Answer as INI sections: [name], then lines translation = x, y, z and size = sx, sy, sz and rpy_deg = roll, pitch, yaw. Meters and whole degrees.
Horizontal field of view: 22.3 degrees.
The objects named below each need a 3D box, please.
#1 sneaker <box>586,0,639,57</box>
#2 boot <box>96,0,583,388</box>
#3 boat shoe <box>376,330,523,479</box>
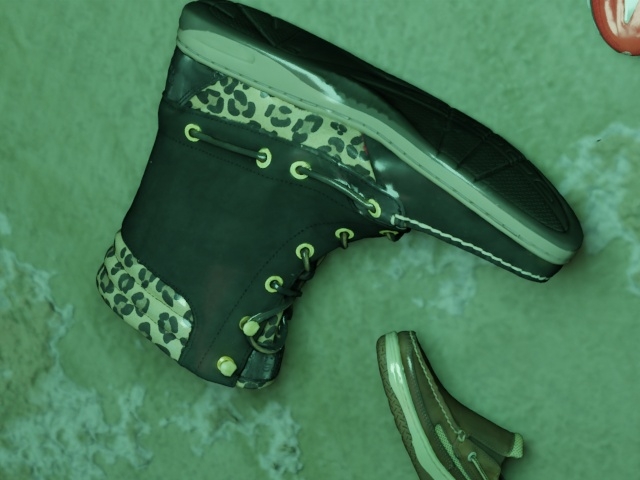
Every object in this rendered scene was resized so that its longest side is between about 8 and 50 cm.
[sneaker]
translation = 0.284, -0.258, 1.209
size = 0.107, 0.118, 0.279
rpy_deg = 31, 113, 3
[boot]
translation = 0.000, 0.000, 1.360
size = 0.377, 0.138, 0.284
rpy_deg = 30, 112, 7
[boat shoe]
translation = 0.131, 0.184, 1.426
size = 0.095, 0.095, 0.257
rpy_deg = -21, 109, 6
